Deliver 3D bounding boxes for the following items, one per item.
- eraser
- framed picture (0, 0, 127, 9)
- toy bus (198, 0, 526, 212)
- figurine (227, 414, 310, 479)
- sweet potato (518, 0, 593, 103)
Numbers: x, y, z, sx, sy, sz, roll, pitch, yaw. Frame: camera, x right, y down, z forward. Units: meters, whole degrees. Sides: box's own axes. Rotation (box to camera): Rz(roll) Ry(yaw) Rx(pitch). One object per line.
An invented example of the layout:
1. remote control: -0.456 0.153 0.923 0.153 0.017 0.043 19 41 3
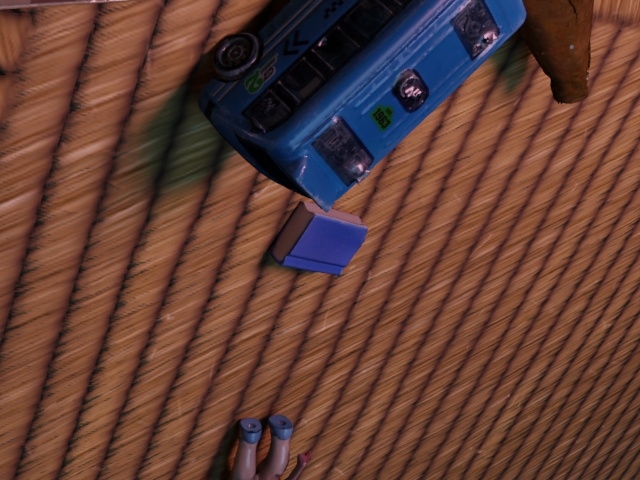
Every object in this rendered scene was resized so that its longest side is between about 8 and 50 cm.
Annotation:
1. eraser: 0.000 0.000 1.076 0.085 0.027 0.063 13 116 -48
2. framed picture: -0.162 -0.240 0.707 0.136 0.010 0.200 -13 134 -34
3. toy bus: 0.033 -0.144 0.874 0.246 0.134 0.113 -44 143 0
4. figurine: -0.093 0.318 1.250 0.205 0.103 0.260 -10 123 -38
5. sweet potato: 0.191 -0.218 0.972 0.285 0.085 0.112 61 41 -59
